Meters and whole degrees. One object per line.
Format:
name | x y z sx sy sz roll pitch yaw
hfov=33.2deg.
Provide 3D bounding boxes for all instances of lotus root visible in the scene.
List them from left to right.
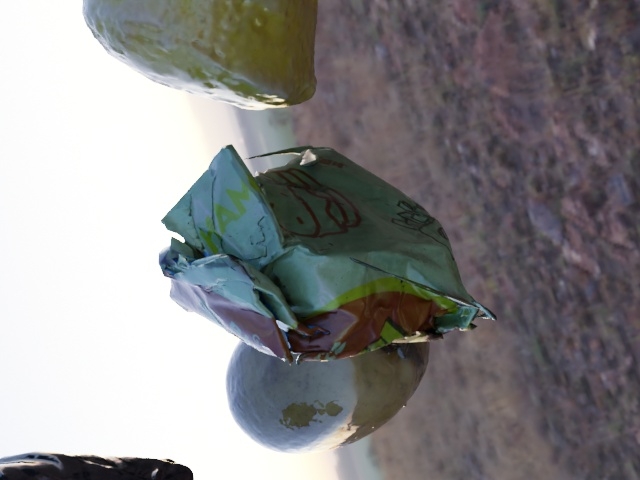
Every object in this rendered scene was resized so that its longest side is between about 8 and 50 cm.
lotus root | -0.012 0.144 1.134 0.310 0.183 0.182 -40 61 45

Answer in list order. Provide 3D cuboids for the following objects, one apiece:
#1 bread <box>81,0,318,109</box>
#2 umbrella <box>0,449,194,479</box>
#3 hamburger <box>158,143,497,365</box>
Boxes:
bread | -0.081 -0.193 0.825 0.197 0.197 0.170 -114 37 -64
umbrella | -0.167 0.108 0.417 0.059 0.236 0.066 -103 26 -43
hamburger | -0.005 -0.006 0.890 0.276 0.261 0.150 -139 52 -72
